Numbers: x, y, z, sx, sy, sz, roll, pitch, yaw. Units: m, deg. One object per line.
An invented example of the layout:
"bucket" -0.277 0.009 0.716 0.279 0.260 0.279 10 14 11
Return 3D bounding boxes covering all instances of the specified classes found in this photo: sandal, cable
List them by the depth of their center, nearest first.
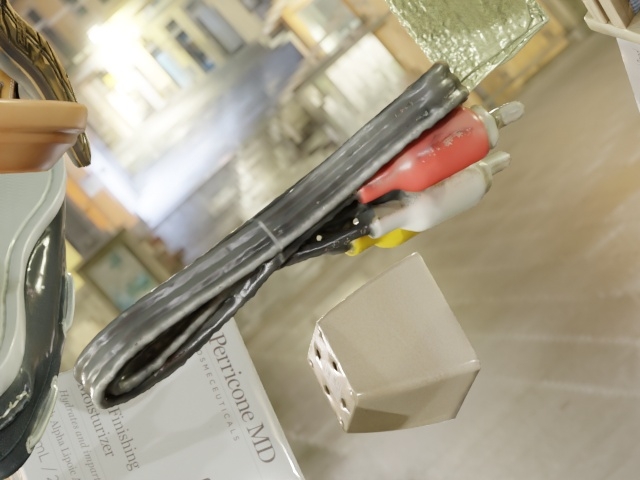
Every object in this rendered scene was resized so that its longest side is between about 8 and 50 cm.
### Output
"cable" 0.000 0.000 0.852 0.287 0.072 0.139 -38 -11 -28
"sandal" -0.264 -0.145 1.324 0.060 0.219 0.090 -28 39 11

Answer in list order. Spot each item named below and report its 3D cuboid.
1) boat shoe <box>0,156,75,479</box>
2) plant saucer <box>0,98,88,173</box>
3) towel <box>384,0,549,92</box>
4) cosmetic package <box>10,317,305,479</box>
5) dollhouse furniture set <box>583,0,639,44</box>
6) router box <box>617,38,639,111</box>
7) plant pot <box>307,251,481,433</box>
"boat shoe" -0.224 0.035 1.074 0.114 0.091 0.302 -7 38 8
"plant saucer" -0.223 -0.051 0.832 0.200 0.037 0.200 -1 2 0
"towel" 0.121 -0.217 1.414 0.110 0.148 0.027 -40 2 14
"cosmetic package" -0.127 0.171 1.164 0.184 0.151 0.151 -20 -18 -17
"dollhouse furniture set" 0.207 -0.194 0.756 0.129 0.129 0.183 26 78 39
"router box" 0.413 -0.068 1.306 0.082 0.301 0.335 -55 -27 -6
"plant pot" 0.050 0.092 1.247 0.096 0.109 0.109 -19 -25 -18
